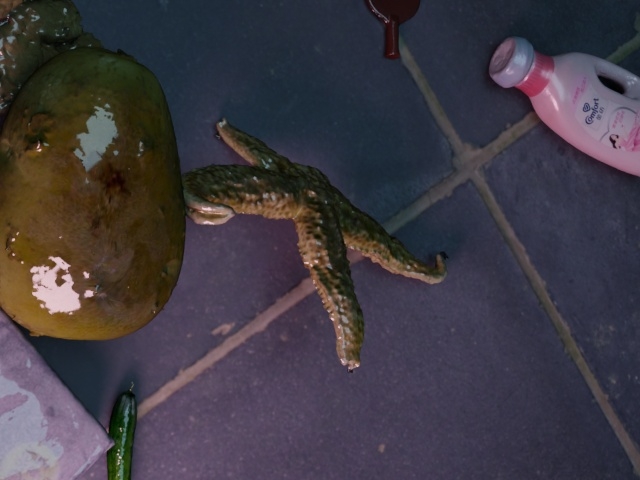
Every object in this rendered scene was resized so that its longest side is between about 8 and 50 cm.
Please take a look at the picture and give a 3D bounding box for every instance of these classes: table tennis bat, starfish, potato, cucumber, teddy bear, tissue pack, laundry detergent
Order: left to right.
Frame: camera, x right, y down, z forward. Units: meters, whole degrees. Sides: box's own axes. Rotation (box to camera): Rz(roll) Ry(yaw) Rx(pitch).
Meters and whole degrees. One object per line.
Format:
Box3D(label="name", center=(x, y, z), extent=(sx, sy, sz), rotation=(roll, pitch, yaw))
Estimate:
Box3D(label="tissue pack", center=(-0.484, 0.198, 1.649), extent=(0.288, 0.124, 0.394), rotation=(-43, 105, -22))
Box3D(label="teddy bear", center=(-0.417, -0.275, 1.653), extent=(0.267, 0.156, 0.256), rotation=(-17, 108, -7))
Box3D(label="potato", center=(-0.294, -0.053, 1.631), extent=(0.269, 0.219, 0.359), rotation=(-18, 121, -34))
Box3D(label="cucumber", center=(-0.266, 0.271, 1.798), extent=(0.039, 0.039, 0.168), rotation=(5, 86, -25))
Box3D(label="starfish", center=(0.000, 0.000, 1.852), extent=(0.432, 0.082, 0.324), rotation=(40, 31, -16))
Box3D(label="table tennis bat", center=(0.109, -0.351, 2.037), extent=(0.098, 0.019, 0.155), rotation=(4, 82, -26))
Box3D(label="laundry detergent", center=(0.421, -0.223, 2.140), extent=(0.335, 0.088, 0.159), rotation=(24, 71, -22))

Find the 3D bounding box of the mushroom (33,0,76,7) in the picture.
Box3D(label="mushroom", center=(-0.361, -0.229, 1.783), extent=(0.059, 0.054, 0.202), rotation=(7, 89, -18))
